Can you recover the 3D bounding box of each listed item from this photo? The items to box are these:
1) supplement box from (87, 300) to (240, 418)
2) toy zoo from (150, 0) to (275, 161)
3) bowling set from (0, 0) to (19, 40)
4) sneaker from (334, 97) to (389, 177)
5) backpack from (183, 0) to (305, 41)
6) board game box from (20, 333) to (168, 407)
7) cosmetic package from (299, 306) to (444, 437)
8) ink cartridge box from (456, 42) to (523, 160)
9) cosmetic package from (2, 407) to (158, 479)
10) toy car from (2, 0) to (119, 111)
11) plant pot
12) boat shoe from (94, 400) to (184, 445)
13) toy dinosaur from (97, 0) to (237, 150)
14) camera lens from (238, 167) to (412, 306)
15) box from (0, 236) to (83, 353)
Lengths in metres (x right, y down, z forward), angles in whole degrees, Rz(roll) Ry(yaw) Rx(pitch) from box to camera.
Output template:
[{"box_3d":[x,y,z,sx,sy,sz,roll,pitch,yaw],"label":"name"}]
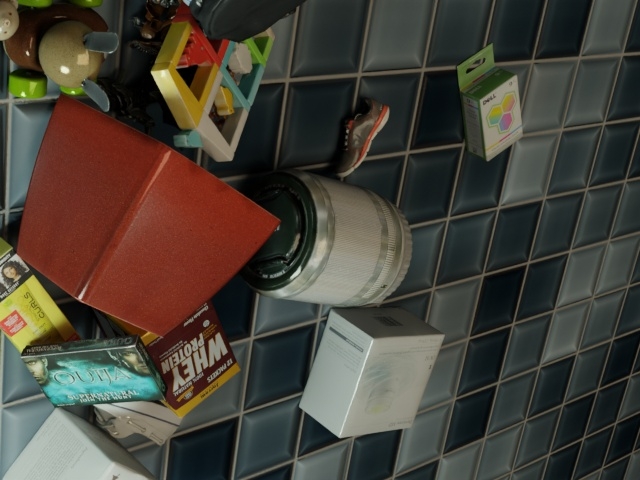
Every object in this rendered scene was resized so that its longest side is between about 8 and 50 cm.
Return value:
[{"box_3d":[-0.256,0.139,1.683,0.129,0.191,0.194,-38,135,-22],"label":"supplement box"},{"box_3d":[-0.150,-0.249,1.493,0.192,0.030,0.293,57,40,-46],"label":"toy zoo"},{"box_3d":[-0.437,-0.226,1.295,0.154,0.200,0.287,6,112,-48],"label":"bowling set"},{"box_3d":[0.059,-0.190,1.917,0.065,0.061,0.158,32,88,-22],"label":"sneaker"},{"box_3d":[-0.131,-0.473,1.330,0.290,0.355,0.273,-27,168,33],"label":"backpack"},{"box_3d":[-0.336,0.197,1.578,0.026,0.186,0.126,-82,159,-46],"label":"board game box"},{"box_3d":[0.106,0.266,2.157,0.224,0.138,0.224,2,113,-45],"label":"cosmetic package"},{"box_3d":[0.341,-0.276,2.124,0.109,0.062,0.209,-35,133,-24],"label":"ink cartridge box"},{"box_3d":[-0.381,0.397,1.717,0.151,0.184,0.151,-53,138,-7],"label":"cosmetic package"},{"box_3d":[-0.316,-0.249,1.397,0.149,0.188,0.155,-11,120,-40],"label":"toy car"},{"box_3d":[-0.269,-0.019,1.508,0.267,0.267,0.235,33,85,-49],"label":"plant pot"},{"box_3d":[-0.329,0.292,1.775,0.258,0.095,0.084,34,83,-48],"label":"boat shoe"},{"box_3d":[-0.190,-0.257,1.559,0.322,0.164,0.218,50,58,-26],"label":"toy dinosaur"},{"box_3d":[0.000,0.000,1.832,0.274,0.219,0.219,11,105,-47],"label":"camera lens"},{"box_3d":[-0.446,0.101,1.575,0.087,0.058,0.232,-42,136,-19],"label":"box"}]
